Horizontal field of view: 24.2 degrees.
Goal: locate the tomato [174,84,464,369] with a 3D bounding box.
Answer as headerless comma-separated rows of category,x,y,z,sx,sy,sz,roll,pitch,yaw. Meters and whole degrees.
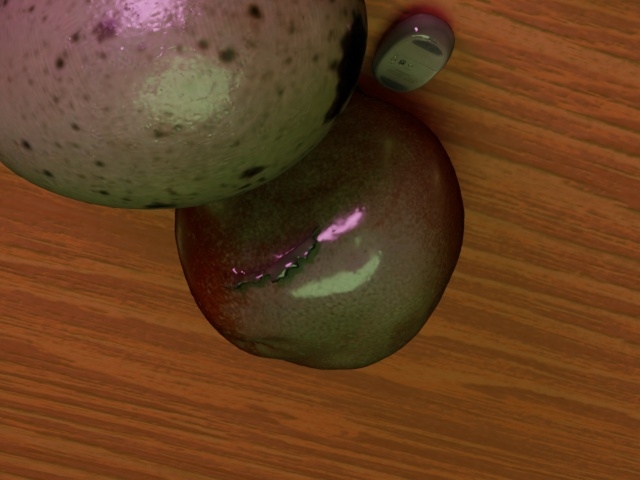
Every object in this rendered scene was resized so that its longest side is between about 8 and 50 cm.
tomato,0.000,0.000,1.532,0.303,0.239,0.303,-2,139,-2

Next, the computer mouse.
computer mouse,0.092,-0.190,1.485,0.066,0.039,0.096,23,138,-22

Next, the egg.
egg,-0.143,-0.168,1.328,0.379,0.288,0.287,-18,133,25
